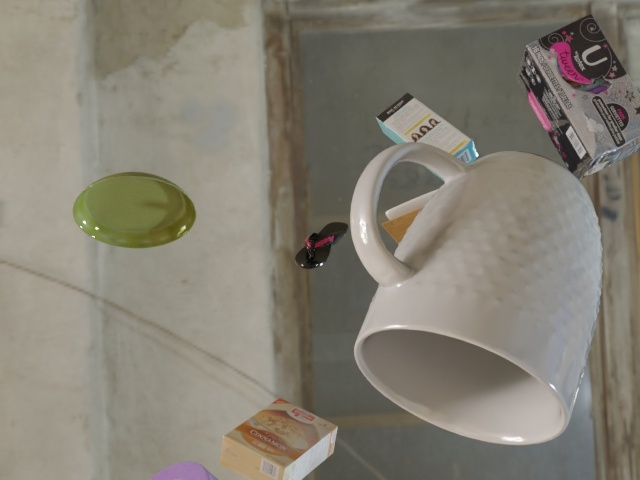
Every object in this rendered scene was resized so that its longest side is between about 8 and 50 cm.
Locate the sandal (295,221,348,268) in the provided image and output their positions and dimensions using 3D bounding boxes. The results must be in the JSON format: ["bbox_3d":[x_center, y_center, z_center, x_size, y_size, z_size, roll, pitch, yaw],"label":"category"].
[{"bbox_3d":[0.000,0.000,1.837,0.067,0.040,0.179,9,-145,25],"label":"sandal"}]

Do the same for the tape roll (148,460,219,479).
[{"bbox_3d":[-0.295,0.573,1.796,0.275,0.275,0.090,-5,134,52],"label":"tape roll"}]

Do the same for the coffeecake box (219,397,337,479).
[{"bbox_3d":[-0.077,0.389,1.744,0.142,0.068,0.185,21,-155,27],"label":"coffeecake box"}]

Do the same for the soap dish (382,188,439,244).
[{"bbox_3d":[0.325,-0.063,2.387,0.291,0.118,0.229,-22,171,14],"label":"soap dish"}]

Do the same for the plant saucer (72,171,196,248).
[{"bbox_3d":[-0.368,-0.065,1.822,0.241,0.037,0.241,-4,145,-3],"label":"plant saucer"}]

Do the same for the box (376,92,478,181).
[{"bbox_3d":[0.240,-0.237,2.088,0.100,0.244,0.060,-39,138,-6],"label":"box"}]

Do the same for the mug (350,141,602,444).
[{"bbox_3d":[0.193,0.029,1.190,0.374,0.328,0.276,37,149,-19],"label":"mug"}]

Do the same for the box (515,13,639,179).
[{"bbox_3d":[0.493,-0.264,1.712,0.142,0.247,0.163,-27,168,-2],"label":"box"}]
